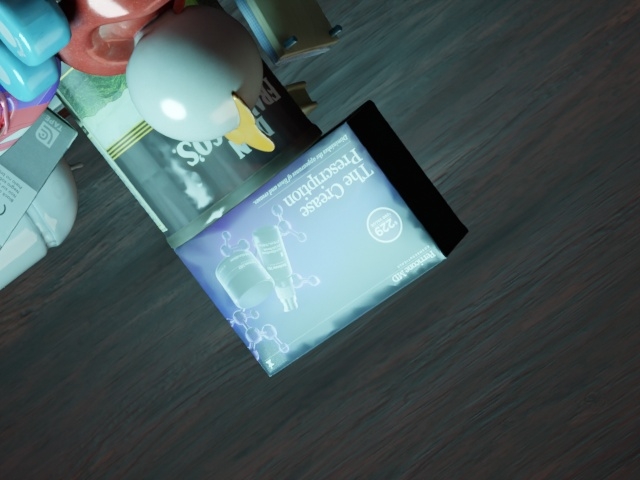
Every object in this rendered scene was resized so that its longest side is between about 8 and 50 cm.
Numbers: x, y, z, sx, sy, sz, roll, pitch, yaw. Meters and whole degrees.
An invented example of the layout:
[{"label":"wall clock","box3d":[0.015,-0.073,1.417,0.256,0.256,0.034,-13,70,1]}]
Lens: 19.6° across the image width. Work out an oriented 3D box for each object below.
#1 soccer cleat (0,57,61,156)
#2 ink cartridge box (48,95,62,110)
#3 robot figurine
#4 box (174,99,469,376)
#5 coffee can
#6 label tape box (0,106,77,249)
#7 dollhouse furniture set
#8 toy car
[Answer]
[{"label":"soccer cleat","box3d":[-0.337,-0.075,1.589,0.318,0.109,0.116,-37,-152,-24]},{"label":"ink cartridge box","box3d":[-0.306,-0.199,2.169,0.175,0.072,0.127,-38,-175,-8]},{"label":"robot figurine","box3d":[-0.466,-0.026,2.440,0.353,0.200,0.300,-38,168,-13]},{"label":"box","box3d":[0.000,0.000,2.032,0.261,0.184,0.103,-36,-174,26]},{"label":"coffee can","box3d":[-0.160,-0.159,1.952,0.201,0.275,0.201,-38,-175,4]},{"label":"label tape box","box3d":[-0.415,0.013,1.913,0.240,0.106,0.334,-24,-148,57]},{"label":"dollhouse furniture set","box3d":[-0.113,-0.241,2.417,0.198,0.286,0.303,-34,175,37]},{"label":"toy car","box3d":[-0.127,-0.155,1.545,0.219,0.238,0.210,-39,179,-17]}]
